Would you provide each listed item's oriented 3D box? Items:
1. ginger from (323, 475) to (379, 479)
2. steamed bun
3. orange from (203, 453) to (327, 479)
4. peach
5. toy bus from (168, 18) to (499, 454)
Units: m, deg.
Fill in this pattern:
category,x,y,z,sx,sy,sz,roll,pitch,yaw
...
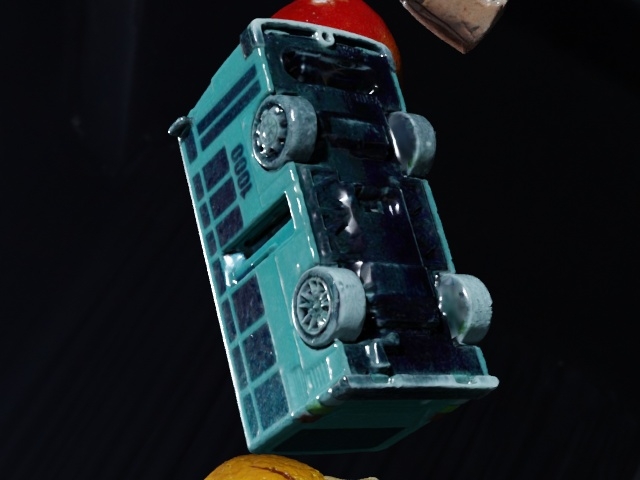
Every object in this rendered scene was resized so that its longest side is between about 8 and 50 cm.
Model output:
category,x,y,z,sx,sy,sz,roll,pitch,yaw
ginger,-0.048,0.288,1.404,0.295,0.131,0.086,-7,-84,14
steamed bun,0.158,-0.311,1.601,0.145,0.175,0.106,38,-57,-12
orange,-0.055,0.286,1.190,0.161,0.193,0.193,26,-31,8
peach,0.000,-0.175,1.448,0.197,0.197,0.197,24,-32,16
toy bus,0.000,0.000,0.859,0.128,0.256,0.147,5,-32,-37
